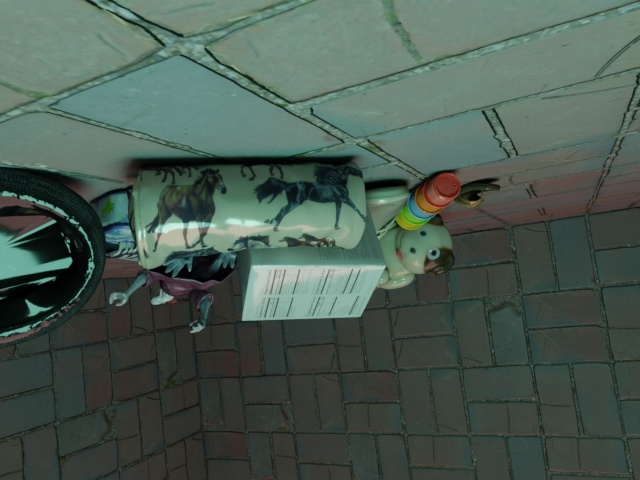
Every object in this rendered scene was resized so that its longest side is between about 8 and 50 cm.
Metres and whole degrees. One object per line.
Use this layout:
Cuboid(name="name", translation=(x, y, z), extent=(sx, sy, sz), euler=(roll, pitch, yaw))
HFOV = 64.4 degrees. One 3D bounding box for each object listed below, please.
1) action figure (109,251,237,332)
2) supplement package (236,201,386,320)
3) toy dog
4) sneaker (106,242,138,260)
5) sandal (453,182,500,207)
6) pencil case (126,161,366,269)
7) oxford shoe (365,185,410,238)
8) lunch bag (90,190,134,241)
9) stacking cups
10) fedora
Cuboid(name="action figure", translation=(-0.377, 0.078, 1.344), extent=(0.248, 0.275, 0.370), euler=(27, 152, -17))
Cuboid(name="supplement package", translation=(-0.034, 0.033, 1.076), extent=(0.263, 0.199, 0.198), euler=(0, 140, -15))
Cuboid(name="toy dog", translation=(0.305, 0.048, 1.878), extent=(0.396, 0.284, 0.408), euler=(-4, 172, -30))
Cuboid(name="sneaker", translation=(-0.483, 0.000, 1.283), extent=(0.283, 0.099, 0.153), euler=(-1, 174, -28))
Cuboid(name="sandal", translation=(0.395, -0.115, 1.378), extent=(0.090, 0.060, 0.219), euler=(-3, 174, -35))
Cuboid(name="pencil case", translation=(-0.112, -0.049, 0.874), extent=(0.411, 0.159, 0.183), euler=(-5, 159, -23))
Cuboid(name="oxford shoe", translation=(0.130, -0.055, 1.333), extent=(0.169, 0.129, 0.449), euler=(-4, 173, -9))
Cuboid(name="lunch bag", translation=(-0.344, -0.045, 1.043), extent=(0.219, 0.090, 0.176), euler=(0, 174, -44))
Cuboid(name="stacking cups", translation=(0.258, -0.101, 1.264), extent=(0.096, 0.095, 0.316), euler=(-7, 171, -4))
Cuboid(name="fedora", translation=(-0.526, 0.013, 0.803), extent=(0.334, 0.333, 0.153), euler=(-3, -156, -36))
